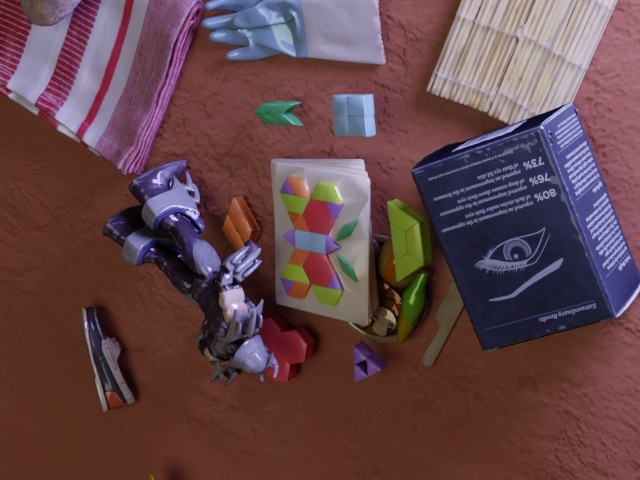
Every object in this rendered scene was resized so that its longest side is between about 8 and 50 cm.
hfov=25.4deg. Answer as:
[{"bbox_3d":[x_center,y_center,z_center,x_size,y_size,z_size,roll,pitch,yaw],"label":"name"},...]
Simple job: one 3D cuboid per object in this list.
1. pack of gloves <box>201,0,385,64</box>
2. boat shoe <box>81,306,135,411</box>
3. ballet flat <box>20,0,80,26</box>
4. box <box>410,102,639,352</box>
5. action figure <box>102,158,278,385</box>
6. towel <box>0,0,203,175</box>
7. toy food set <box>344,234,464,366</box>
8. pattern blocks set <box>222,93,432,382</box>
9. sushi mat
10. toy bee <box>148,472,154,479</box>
[{"bbox_3d":[-0.036,-0.293,1.559,0.232,0.046,0.195,5,118,28],"label":"pack of gloves"},{"bbox_3d":[-0.270,0.146,1.781,0.043,0.049,0.137,-15,92,-11],"label":"boat shoe"},{"bbox_3d":[-0.278,-0.384,1.604,0.107,0.106,0.316,40,109,19],"label":"ballet flat"},{"bbox_3d":[0.208,-0.012,1.425,0.153,0.108,0.207,-17,99,31],"label":"box"},{"bbox_3d":[-0.130,0.046,1.627,0.285,0.099,0.185,52,137,22],"label":"action figure"},{"bbox_3d":[-0.309,-0.254,1.715,0.329,0.037,0.237,32,114,20],"label":"towel"},{"bbox_3d":[0.062,0.052,1.572,0.192,0.038,0.132,31,115,20],"label":"toy food set"},{"bbox_3d":[0.000,0.000,1.574,0.285,0.026,0.325,-8,97,41],"label":"pattern blocks set"},{"bbox_3d":[0.226,-0.262,1.420,0.151,0.019,0.316,29,114,20],"label":"sushi mat"},{"bbox_3d":[-0.223,0.381,1.764,0.298,0.162,0.195,12,100,1],"label":"toy bee"}]
